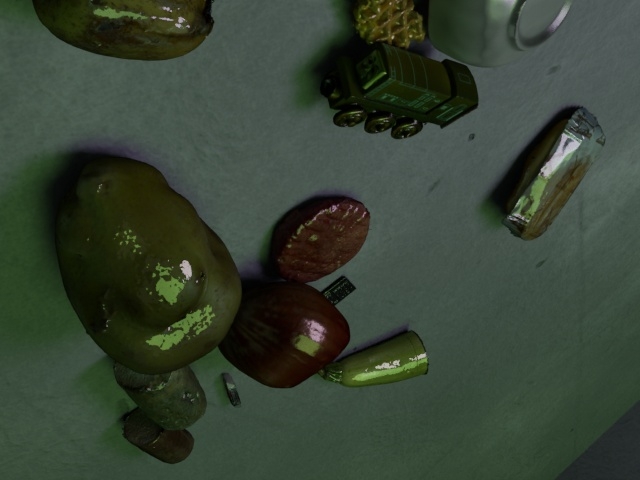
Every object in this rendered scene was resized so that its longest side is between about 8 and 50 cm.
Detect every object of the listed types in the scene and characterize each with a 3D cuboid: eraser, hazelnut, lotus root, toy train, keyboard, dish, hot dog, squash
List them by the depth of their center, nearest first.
[{"bbox_3d":[-0.235,-0.277,1.130,0.278,0.154,0.154,2,130,-42],"label":"lotus root"},{"bbox_3d":[0.272,-0.348,1.452,0.256,0.117,0.256,-32,146,-25],"label":"dish"},{"bbox_3d":[0.109,-0.214,1.499,0.225,0.090,0.137,6,155,-44],"label":"toy train"},{"bbox_3d":[-0.066,0.149,1.735,0.212,0.181,0.181,-39,178,37],"label":"hazelnut"},{"bbox_3d":[-0.023,0.136,1.888,0.198,0.010,0.063,-38,147,3],"label":"keyboard"},{"bbox_3d":[0.419,-0.119,1.909,0.163,0.082,0.270,8,119,-55],"label":"hot dog"},{"bbox_3d":[-0.163,0.276,1.916,0.019,0.027,0.099,-24,144,-13],"label":"eraser"},{"bbox_3d":[0.099,0.243,2.063,0.224,0.094,0.094,-11,138,-19],"label":"squash"}]

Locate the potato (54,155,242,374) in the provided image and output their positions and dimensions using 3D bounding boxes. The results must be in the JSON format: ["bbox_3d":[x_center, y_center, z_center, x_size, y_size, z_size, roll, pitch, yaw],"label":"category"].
[{"bbox_3d":[-0.245,0.032,1.435,0.218,0.202,0.351,-25,132,4],"label":"potato"}]

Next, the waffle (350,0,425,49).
[{"bbox_3d":[0.114,-0.347,1.416,0.149,0.051,0.194,-9,133,-48],"label":"waffle"}]

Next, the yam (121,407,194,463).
[{"bbox_3d":[-0.285,0.346,1.848,0.084,0.084,0.127,-35,144,-2],"label":"yam"}]

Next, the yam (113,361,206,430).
[{"bbox_3d":[-0.259,0.243,1.733,0.107,0.107,0.194,-31,146,-7],"label":"yam"}]

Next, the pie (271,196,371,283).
[{"bbox_3d":[0.000,0.000,1.718,0.182,0.049,0.182,-22,144,-17],"label":"pie"}]
